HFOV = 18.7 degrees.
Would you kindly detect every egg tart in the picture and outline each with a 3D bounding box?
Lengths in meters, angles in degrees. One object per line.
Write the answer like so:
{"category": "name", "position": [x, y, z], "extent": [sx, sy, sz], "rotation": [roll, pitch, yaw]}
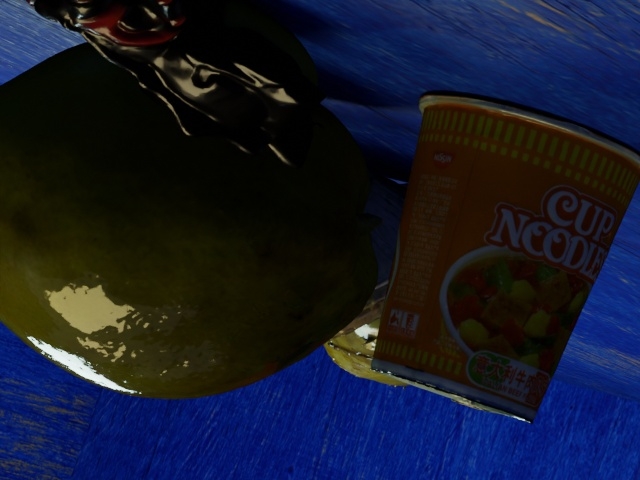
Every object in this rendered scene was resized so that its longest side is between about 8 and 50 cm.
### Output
{"category": "egg tart", "position": [0.000, 0.000, 1.630], "extent": [0.234, 0.234, 0.094], "rotation": [10, 127, 54]}

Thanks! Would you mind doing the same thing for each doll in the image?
{"category": "doll", "position": [-0.086, -0.121, 1.157], "extent": [0.248, 0.088, 0.127], "rotation": [33, -172, -33]}

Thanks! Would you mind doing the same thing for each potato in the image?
{"category": "potato", "position": [0.085, 0.118, 2.613], "extent": [0.173, 0.140, 0.300], "rotation": [13, 170, 6]}

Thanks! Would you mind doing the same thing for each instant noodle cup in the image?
{"category": "instant noodle cup", "position": [0.112, 0.016, 1.279], "extent": [0.168, 0.185, 0.168], "rotation": [18, 174, 2]}

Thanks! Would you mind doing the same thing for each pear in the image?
{"category": "pear", "position": [-0.116, -0.016, 1.381], "extent": [0.321, 0.269, 0.269], "rotation": [5, 174, 3]}
